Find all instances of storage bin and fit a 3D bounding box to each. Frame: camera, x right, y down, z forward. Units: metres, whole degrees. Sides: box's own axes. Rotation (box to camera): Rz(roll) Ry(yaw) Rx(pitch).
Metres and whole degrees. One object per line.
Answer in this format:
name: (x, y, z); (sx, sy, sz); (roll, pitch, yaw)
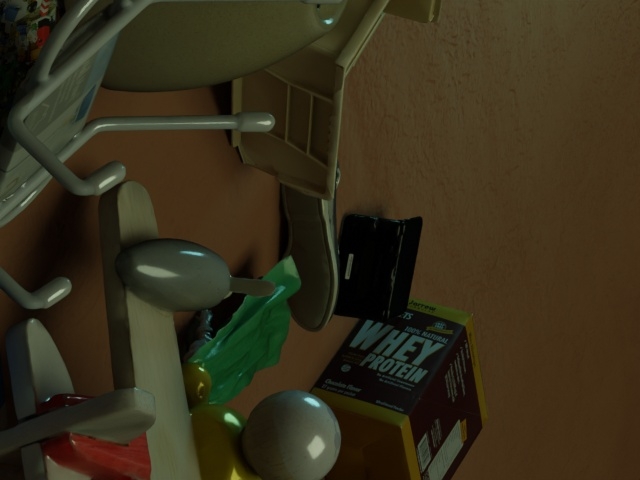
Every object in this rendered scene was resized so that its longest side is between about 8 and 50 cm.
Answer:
storage bin: (0.023, -0.216, 1.981); (0.262, 0.123, 0.260); (-60, 167, -28)

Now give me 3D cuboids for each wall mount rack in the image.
wall mount rack: (-0.144, -0.101, 1.585); (0.304, 0.130, 0.350); (-46, 175, -33)

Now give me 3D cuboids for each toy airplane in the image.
toy airplane: (-0.120, 0.180, 1.696); (0.384, 0.272, 0.386); (-93, 170, -65)

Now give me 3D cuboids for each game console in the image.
game console: (0.066, 0.029, 2.325); (0.071, 0.107, 0.122); (-127, -134, -76)

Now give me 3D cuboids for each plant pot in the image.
plant pot: (-0.076, -0.257, 1.696); (0.284, 0.191, 0.284); (10, 90, -73)

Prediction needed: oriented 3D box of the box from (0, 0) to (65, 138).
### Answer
box: (-0.277, -0.156, 1.575); (0.233, 0.044, 0.159); (-30, 129, -55)

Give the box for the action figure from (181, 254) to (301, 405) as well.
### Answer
action figure: (-0.102, 0.116, 2.036); (0.232, 0.063, 0.137); (-41, 140, -54)

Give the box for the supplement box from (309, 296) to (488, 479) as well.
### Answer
supplement box: (0.098, 0.203, 2.394); (0.194, 0.129, 0.191); (-54, 146, -36)

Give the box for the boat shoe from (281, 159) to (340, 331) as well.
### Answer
boat shoe: (0.000, 0.000, 2.162); (0.065, 0.075, 0.206); (-31, 126, -50)

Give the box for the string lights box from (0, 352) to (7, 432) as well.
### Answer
string lights box: (-0.318, 0.087, 1.539); (0.133, 0.077, 0.259); (-50, 154, -41)
